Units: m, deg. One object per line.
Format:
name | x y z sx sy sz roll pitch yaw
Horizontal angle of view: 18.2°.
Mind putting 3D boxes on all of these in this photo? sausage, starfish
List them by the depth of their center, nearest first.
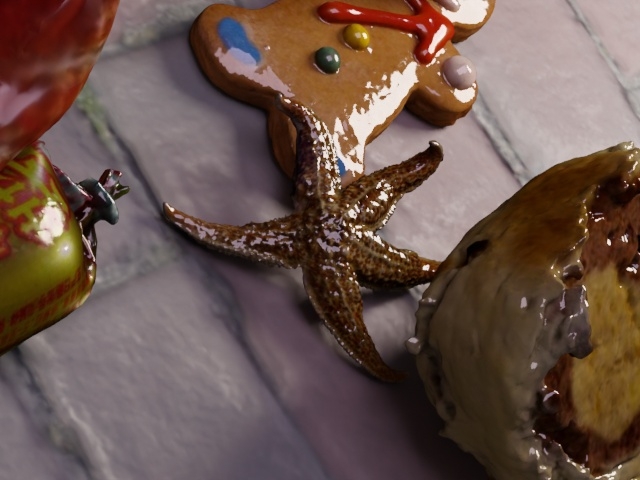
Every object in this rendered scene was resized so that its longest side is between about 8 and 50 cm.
sausage | -0.232 0.030 1.227 0.317 0.117 0.125 -29 88 -41
starfish | 0.004 -0.002 1.441 0.238 0.057 0.213 0 77 -27

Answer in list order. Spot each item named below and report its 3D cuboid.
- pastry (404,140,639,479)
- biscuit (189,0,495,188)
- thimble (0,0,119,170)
pastry | 0.172 0.067 1.444 0.256 0.170 0.237 -49 133 -38
biscuit | 0.039 -0.172 1.585 0.205 0.049 0.324 50 46 4
thimble | -0.301 -0.175 1.149 0.350 0.230 0.350 -6 103 -30
